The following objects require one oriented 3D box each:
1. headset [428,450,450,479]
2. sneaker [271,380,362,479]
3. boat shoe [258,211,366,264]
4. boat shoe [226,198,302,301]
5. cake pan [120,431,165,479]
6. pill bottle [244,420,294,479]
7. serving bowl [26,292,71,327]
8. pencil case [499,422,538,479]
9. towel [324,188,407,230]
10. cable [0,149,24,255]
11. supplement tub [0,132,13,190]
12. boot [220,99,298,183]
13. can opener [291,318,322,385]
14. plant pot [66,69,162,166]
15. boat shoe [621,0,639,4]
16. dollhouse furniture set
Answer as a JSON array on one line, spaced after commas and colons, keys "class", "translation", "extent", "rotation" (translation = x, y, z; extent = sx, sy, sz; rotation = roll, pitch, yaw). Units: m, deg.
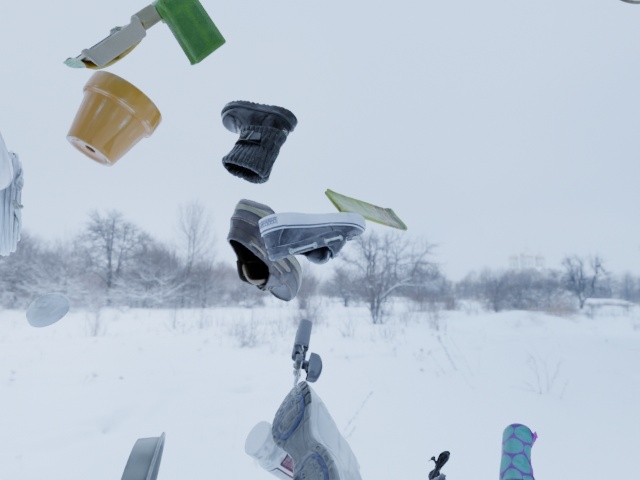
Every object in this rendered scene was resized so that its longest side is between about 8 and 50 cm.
[{"class": "headset", "translation": [0.420, 0.776, 1.391], "extent": [0.243, 0.185, 0.394], "rotation": [33, -11, -5]}, {"class": "sneaker", "translation": [-0.002, 0.380, 0.846], "extent": [0.129, 0.111, 0.297], "rotation": [39, 9, -28]}, {"class": "boat shoe", "translation": [0.000, 0.000, 0.976], "extent": [0.108, 0.102, 0.301], "rotation": [-20, -12, 36]}, {"class": "boat shoe", "translation": [-0.148, 0.055, 1.135], "extent": [0.132, 0.130, 0.355], "rotation": [13, -34, 28]}, {"class": "cake pan", "translation": [-0.379, 0.541, 0.940], "extent": [0.054, 0.293, 0.293], "rotation": [13, -9, -9]}, {"class": "pill bottle", "translation": [-0.106, 0.622, 1.345], "extent": [0.221, 0.121, 0.121], "rotation": [44, -26, -23]}, {"class": "serving bowl", "translation": [-0.547, 0.133, 0.925], "extent": [0.083, 0.083, 0.027], "rotation": [1, -48, 11]}, {"class": "pencil case", "translation": [0.394, 0.437, 0.921], "extent": [0.070, 0.065, 0.152], "rotation": [-13, 18, 27]}, {"class": "towel", "translation": [0.124, -0.079, 1.224], "extent": [0.237, 0.021, 0.102], "rotation": [13, 26, -36]}, {"class": "cable", "translation": [-0.766, -0.090, 1.105], "extent": [0.089, 0.257, 0.257], "rotation": [2, 38, -35]}, {"class": "supplement tub", "translation": [-0.597, -0.124, 0.556], "extent": [0.331, 0.241, 0.241], "rotation": [-29, 12, -34]}, {"class": "boot", "translation": [-0.263, -0.337, 1.581], "extent": [0.348, 0.260, 0.131], "rotation": [14, -19, 39]}, {"class": "can opener", "translation": [-0.039, 0.345, 1.433], "extent": [0.095, 0.076, 0.283], "rotation": [16, 21, -2]}, {"class": "plant pot", "translation": [-0.564, -0.309, 1.241], "extent": [0.205, 0.188, 0.205], "rotation": [23, -19, 9]}, {"class": "boat shoe", "translation": [0.551, -0.506, 0.843], "extent": [0.068, 0.190, 0.072], "rotation": [0, -35, -9]}, {"class": "dollhouse furniture set", "translation": [-0.413, -0.445, 1.096], "extent": [0.197, 0.301, 0.151], "rotation": [18, -32, 50]}]
